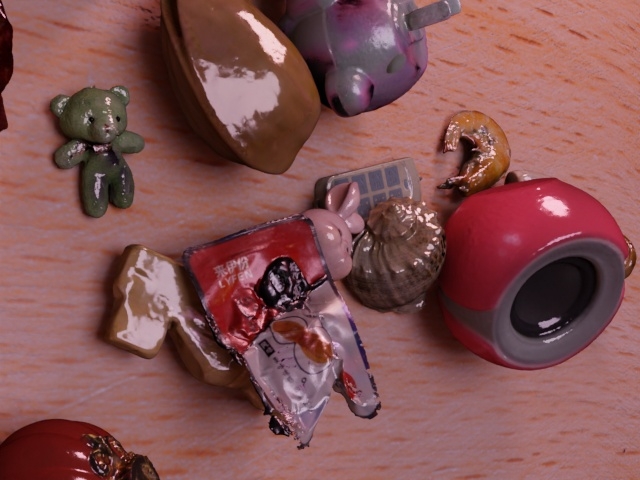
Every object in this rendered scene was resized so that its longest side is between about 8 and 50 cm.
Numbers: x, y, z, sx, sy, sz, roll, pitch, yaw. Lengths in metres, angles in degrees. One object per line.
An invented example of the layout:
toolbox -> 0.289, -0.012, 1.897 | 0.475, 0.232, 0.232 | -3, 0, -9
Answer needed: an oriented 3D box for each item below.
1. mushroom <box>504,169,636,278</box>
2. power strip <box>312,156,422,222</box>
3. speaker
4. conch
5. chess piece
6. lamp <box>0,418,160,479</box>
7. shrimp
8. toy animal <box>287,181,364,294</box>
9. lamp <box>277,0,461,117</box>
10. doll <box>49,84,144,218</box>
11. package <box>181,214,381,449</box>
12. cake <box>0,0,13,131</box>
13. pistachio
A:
mushroom -> 0.424, -0.020, 1.747 | 0.350, 0.128, 0.128 | 26, 68, -41
power strip -> 0.080, -0.072, 1.501 | 0.227, 0.029, 0.079 | -18, 97, -42
speaker -> 0.314, 0.055, 1.535 | 0.294, 0.294, 0.294 | 6, 81, -41
conch -> 0.107, 0.030, 1.469 | 0.155, 0.130, 0.207 | -13, 133, -5
chess piece -> -0.127, 0.112, 1.244 | 0.301, 0.137, 0.137 | 32, 65, -29
lamp -> -0.265, 0.296, 1.039 | 0.227, 0.227, 0.226 | 6, 81, -41
shrimp -> 0.242, -0.139, 1.653 | 0.132, 0.052, 0.187 | 47, 49, -5
toy animal -> 0.001, 0.001, 1.347 | 0.212, 0.124, 0.124 | -39, 111, -23
lamp -> 0.052, -0.327, 1.368 | 0.301, 0.248, 0.247 | 70, 23, -11
doll -> -0.251, -0.105, 1.186 | 0.115, 0.078, 0.150 | -19, 109, -31
package -> -0.036, 0.107, 1.211 | 0.194, 0.071, 0.269 | -15, 67, -43
cake -> -0.409, -0.152, 0.898 | 0.199, 0.293, 0.196 | -12, 93, -46
pistachio -> -0.111, -0.205, 1.261 | 0.260, 0.163, 0.212 | 48, 23, -25
